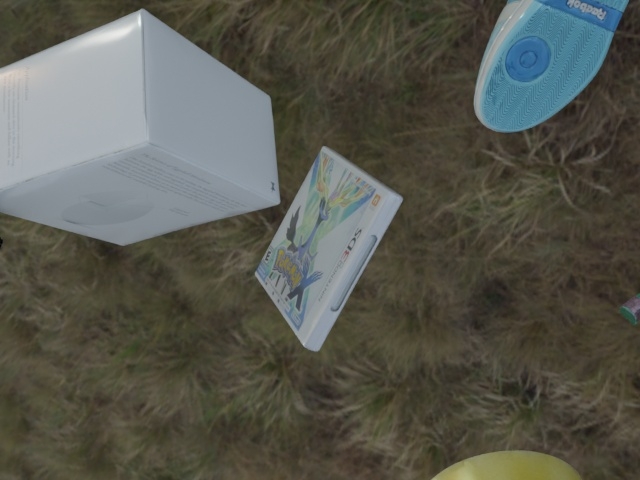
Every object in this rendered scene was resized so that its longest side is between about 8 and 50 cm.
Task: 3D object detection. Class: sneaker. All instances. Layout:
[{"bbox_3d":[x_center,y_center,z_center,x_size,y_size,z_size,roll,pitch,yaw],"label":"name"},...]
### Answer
[{"bbox_3d":[0.260,-0.292,0.901,0.127,0.208,0.319,23,110,-21],"label":"sneaker"}]

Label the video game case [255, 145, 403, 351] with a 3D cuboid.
[{"bbox_3d":[0.000,0.000,1.397,0.036,0.329,0.300,24,100,-26],"label":"video game case"}]

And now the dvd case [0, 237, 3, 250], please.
[{"bbox_3d":[-0.392,0.038,0.735,0.221,0.164,0.018,17,127,69],"label":"dvd case"}]

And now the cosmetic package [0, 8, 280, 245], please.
[{"bbox_3d":[-0.195,-0.100,0.793,0.224,0.138,0.224,-11,164,25],"label":"cosmetic package"}]

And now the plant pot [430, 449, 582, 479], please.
[{"bbox_3d":[0.143,0.237,0.568,0.134,0.095,0.134,-1,127,-2],"label":"plant pot"}]

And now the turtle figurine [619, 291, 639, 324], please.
[{"bbox_3d":[0.647,0.066,1.347,0.118,0.234,0.175,48,173,-26],"label":"turtle figurine"}]
